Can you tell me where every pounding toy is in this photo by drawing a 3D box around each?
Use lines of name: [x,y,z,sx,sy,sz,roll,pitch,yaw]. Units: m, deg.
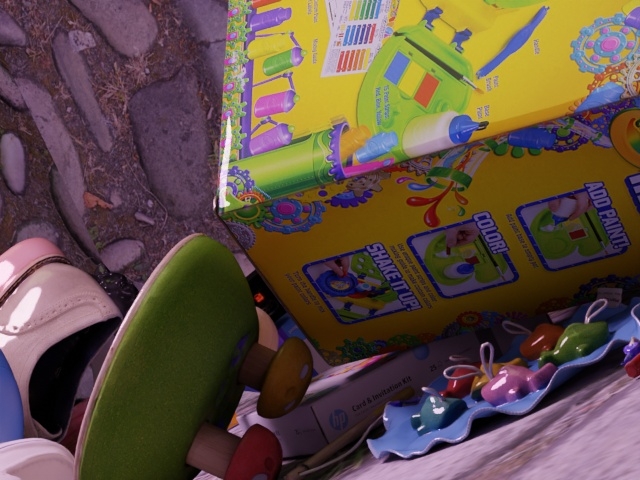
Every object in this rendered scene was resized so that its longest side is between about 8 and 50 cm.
pounding toy: [-0.060,0.106,1.023,0.237,0.110,0.183,73,-140,-74]

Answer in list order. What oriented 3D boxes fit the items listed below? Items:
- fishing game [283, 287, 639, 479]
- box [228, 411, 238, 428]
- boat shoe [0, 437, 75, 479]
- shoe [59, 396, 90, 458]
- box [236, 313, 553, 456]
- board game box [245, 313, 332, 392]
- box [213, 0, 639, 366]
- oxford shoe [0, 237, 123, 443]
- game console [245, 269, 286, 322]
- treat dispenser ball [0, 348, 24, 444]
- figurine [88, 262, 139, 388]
fishing game: [0.107,0.066,0.911,0.264,0.041,0.189,-25,3,45]
box: [-0.138,0.187,1.508,0.136,0.028,0.081,-23,-2,-38]
boat shoe: [-0.203,0.186,0.969,0.088,0.096,0.267,-21,3,26]
shoe: [-0.279,0.222,1.773,0.063,0.081,0.178,-26,0,-35]
box: [0.049,0.093,1.116,0.186,0.038,0.145,-27,2,-23]
board game box: [0.020,0.041,1.507,0.233,0.078,0.347,-40,8,-15]
box: [0.097,-0.110,1.051,0.279,0.177,0.290,-15,47,19]
oxford shoe: [-0.354,0.194,1.668,0.397,0.146,0.140,-58,-26,4]
game console: [0.000,0.000,1.325,0.361,0.044,0.213,-41,2,-34]
treat dispenser ball: [-0.418,0.176,1.483,0.288,0.288,0.288,-26,0,0]
figurine: [-0.231,0.128,1.855,0.092,0.209,0.215,-26,1,7]
